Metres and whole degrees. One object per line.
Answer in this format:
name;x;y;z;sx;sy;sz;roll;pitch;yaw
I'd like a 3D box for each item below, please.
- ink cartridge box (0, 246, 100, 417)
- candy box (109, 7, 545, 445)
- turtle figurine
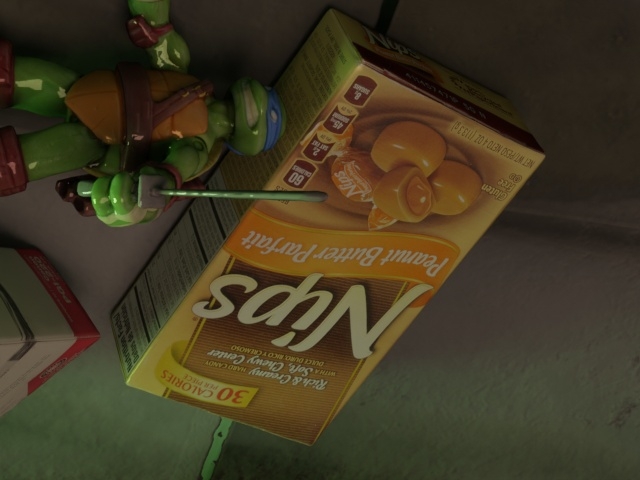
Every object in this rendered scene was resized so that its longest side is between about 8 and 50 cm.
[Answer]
ink cartridge box;-0.276;0.082;1.097;0.158;0.092;0.218;-38;171;12
candy box;0.000;0.000;1.200;0.183;0.087;0.316;23;116;-31
turtle figurine;-0.148;-0.107;1.009;0.266;0.274;0.198;-6;93;-9
